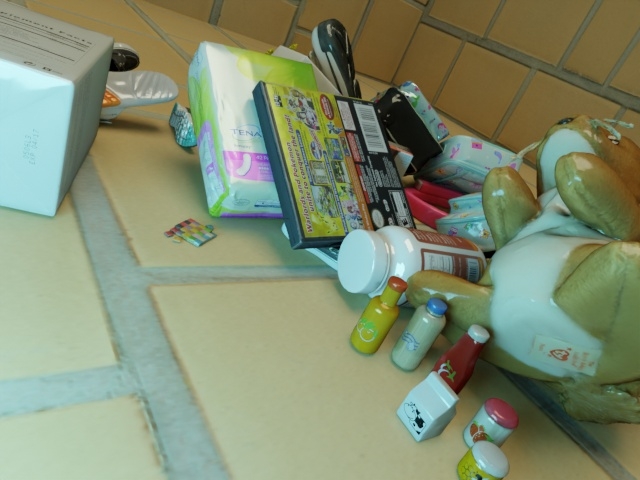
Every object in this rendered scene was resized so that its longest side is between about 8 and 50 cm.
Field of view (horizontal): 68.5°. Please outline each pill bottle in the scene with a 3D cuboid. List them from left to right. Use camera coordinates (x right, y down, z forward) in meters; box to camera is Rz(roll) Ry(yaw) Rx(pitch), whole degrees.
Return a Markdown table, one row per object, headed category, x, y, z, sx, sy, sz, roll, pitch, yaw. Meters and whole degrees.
| category | x | y | z | sx | sy | sz | roll | pitch | yaw |
| --- | --- | --- | --- | --- | --- | --- | --- | --- | --- |
| pill bottle | 0.139 | 0.042 | 0.718 | 0.216 | 0.121 | 0.121 | 9 | 29 | -30 |

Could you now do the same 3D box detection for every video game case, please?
| category | x | y | z | sx | sy | sz | roll | pitch | yaw |
| --- | --- | --- | --- | --- | --- | --- | --- | --- | --- |
| video game case | 0.029 | -0.123 | 0.778 | 0.248 | 0.035 | 0.275 | -3 | 71 | -37 |

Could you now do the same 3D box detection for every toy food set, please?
| category | x | y | z | sx | sy | sz | roll | pitch | yaw |
| --- | --- | --- | --- | --- | --- | --- | --- | --- | --- |
| toy food set | 0.145 | 0.148 | 0.535 | 0.111 | 0.105 | 0.232 | 4 | 32 | -37 |

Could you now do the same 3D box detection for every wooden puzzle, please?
| category | x | y | z | sx | sy | sz | roll | pitch | yaw |
| --- | --- | --- | --- | --- | --- | --- | --- | --- | --- |
| wooden puzzle | -0.182 | -0.012 | 0.674 | 0.049 | 0.006 | 0.083 | 28 | 25 | 8 |

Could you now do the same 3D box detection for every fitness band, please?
| category | x | y | z | sx | sy | sz | roll | pitch | yaw |
| --- | --- | --- | --- | --- | --- | --- | --- | --- | --- |
| fitness band | 0.341 | -0.075 | 1.205 | 0.290 | 0.054 | 0.209 | 11 | 28 | -24 |

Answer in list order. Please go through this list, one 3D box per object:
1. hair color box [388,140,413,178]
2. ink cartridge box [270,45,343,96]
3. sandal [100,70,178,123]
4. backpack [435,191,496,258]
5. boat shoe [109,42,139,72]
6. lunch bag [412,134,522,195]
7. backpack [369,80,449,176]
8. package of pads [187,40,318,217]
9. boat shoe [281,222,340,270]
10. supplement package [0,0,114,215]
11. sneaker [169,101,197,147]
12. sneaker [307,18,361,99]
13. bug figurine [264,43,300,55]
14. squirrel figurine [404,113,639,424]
| category | x | y | z | sx | sy | sz | roll | pitch | yaw |
| --- | --- | --- | --- | --- | --- | --- | --- | --- | --- |
| hair color box | 0.106 | -0.120 | 0.947 | 0.093 | 0.167 | 0.053 | 19 | 26 | -10 |
| ink cartridge box | -0.013 | -0.309 | 1.110 | 0.278 | 0.117 | 0.201 | 39 | 8 | -35 |
| sandal | -0.401 | -0.265 | 0.888 | 0.265 | 0.076 | 0.102 | -12 | 65 | -35 |
| backpack | 0.333 | -0.028 | 0.973 | 0.188 | 0.145 | 0.165 | -16 | 9 | -42 |
| boat shoe | -0.502 | -0.415 | 1.102 | 0.076 | 0.080 | 0.228 | 46 | 25 | 5 |
| lunch bag | 0.388 | -0.191 | 1.297 | 0.224 | 0.108 | 0.279 | 17 | -7 | -11 |
| backpack | 0.198 | -0.287 | 1.257 | 0.225 | 0.191 | 0.253 | 51 | -13 | -9 |
| package of pads | -0.100 | -0.183 | 0.807 | 0.229 | 0.101 | 0.297 | 0 | 67 | -33 |
| boat shoe | 0.000 | 0.000 | 0.770 | 0.142 | 0.040 | 0.049 | 33 | 27 | 18 |
| supplement package | -0.402 | -0.192 | 0.628 | 0.175 | 0.178 | 0.293 | 13 | 27 | -21 |
| sneaker | -0.264 | -0.239 | 0.982 | 0.076 | 0.065 | 0.166 | 12 | 29 | -33 |
| sneaker | -0.028 | -0.418 | 1.300 | 0.257 | 0.169 | 0.447 | -6 | -12 | 10 |
| bug figurine | -0.174 | -0.486 | 1.364 | 0.278 | 0.072 | 0.216 | -19 | 8 | -11 |
| squirrel figurine | 0.383 | 0.027 | 0.657 | 0.397 | 0.281 | 0.370 | 44 | 54 | -15 |
